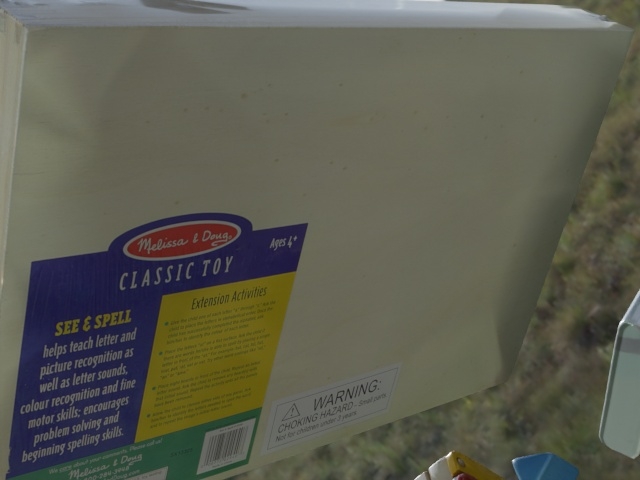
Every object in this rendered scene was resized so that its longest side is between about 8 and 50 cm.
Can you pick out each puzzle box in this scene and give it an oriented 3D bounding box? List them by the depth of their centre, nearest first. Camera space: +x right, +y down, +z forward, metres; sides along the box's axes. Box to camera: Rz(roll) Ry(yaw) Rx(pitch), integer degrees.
[{"bbox_3d":[0.000,0.000,0.565,0.408,0.052,0.272,-9,-56,-40],"label":"puzzle box"}]

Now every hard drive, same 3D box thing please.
[{"bbox_3d":[0.336,0.019,0.888,0.307,0.040,0.203,-51,-29,-27],"label":"hard drive"}]

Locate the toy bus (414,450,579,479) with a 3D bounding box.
[{"bbox_3d":[0.104,0.241,0.647,0.191,0.104,0.202,-4,58,57],"label":"toy bus"}]
